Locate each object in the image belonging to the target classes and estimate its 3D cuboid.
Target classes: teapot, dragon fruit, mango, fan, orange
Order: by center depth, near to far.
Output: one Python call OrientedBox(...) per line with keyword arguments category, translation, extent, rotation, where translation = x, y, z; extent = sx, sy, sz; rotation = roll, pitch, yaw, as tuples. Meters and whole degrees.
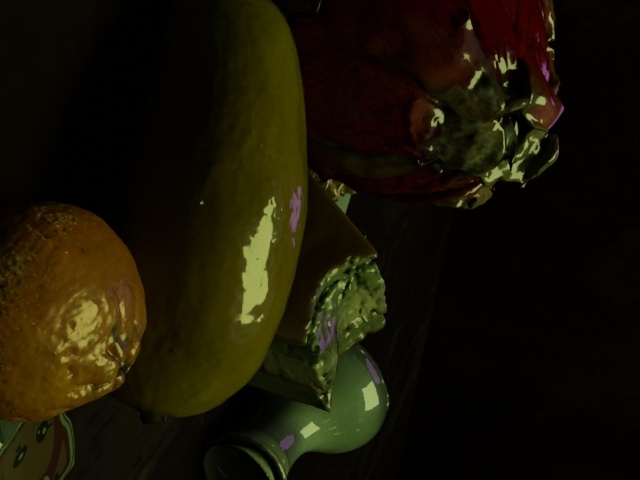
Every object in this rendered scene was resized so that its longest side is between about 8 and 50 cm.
OrientedBox(category="orange", translation=(-0.164, 0.043, 0.602), extent=(0.135, 0.117, 0.136), rotation=(11, 90, -83))
OrientedBox(category="mango", translation=(-0.085, -0.034, 0.731), extent=(0.195, 0.142, 0.332), rotation=(7, -95, 61))
OrientedBox(category="fan", translation=(-0.220, 0.152, 0.733), extent=(0.220, 0.009, 0.132), rotation=(92, 16, -50))
OrientedBox(category="dragon fruit", translation=(0.060, -0.175, 0.891), extent=(0.342, 0.277, 0.277), rotation=(-112, -157, -52))
OrientedBox(category="teapot", translation=(-0.035, 0.228, 1.282), extent=(0.251, 0.183, 0.184), rotation=(-40, 145, -47))

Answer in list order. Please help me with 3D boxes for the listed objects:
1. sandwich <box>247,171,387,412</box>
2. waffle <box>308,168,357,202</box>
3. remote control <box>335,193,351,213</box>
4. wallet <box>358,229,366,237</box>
OrientedBox(category="sandwich", translation=(-0.028, 0.016, 0.956), extent=(0.155, 0.198, 0.227), rotation=(82, 27, -59))
OrientedBox(category="waffle", translation=(0.007, -0.123, 1.167), extent=(0.192, 0.046, 0.161), rotation=(-8, 107, -53))
OrientedBox(category="remote control", translation=(0.025, -0.153, 1.287), extent=(0.145, 0.050, 0.344), rotation=(33, 72, -69))
OrientedBox(category="wallet", translation=(0.020, 0.098, 1.537), extent=(0.167, 0.036, 0.222), rotation=(128, -23, -82))
